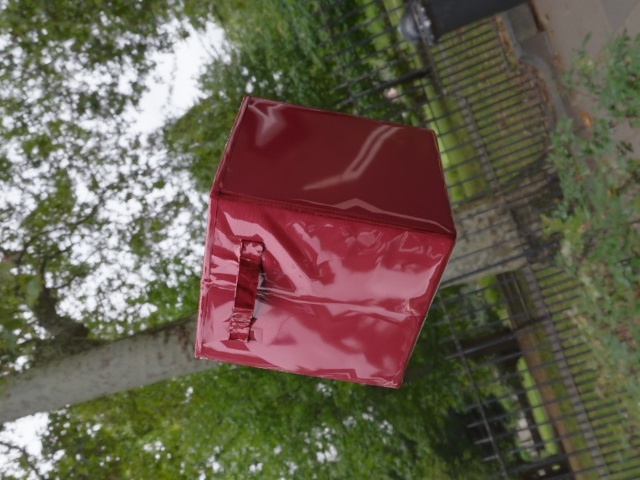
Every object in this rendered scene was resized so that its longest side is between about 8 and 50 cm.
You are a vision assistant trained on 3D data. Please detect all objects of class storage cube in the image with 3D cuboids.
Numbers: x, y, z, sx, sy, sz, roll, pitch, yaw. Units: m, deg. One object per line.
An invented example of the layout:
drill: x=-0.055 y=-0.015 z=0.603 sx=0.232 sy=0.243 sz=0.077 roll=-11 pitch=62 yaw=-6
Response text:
storage cube: x=0.000 y=0.000 z=0.609 sx=0.215 sy=0.193 sz=0.183 roll=-87 pitch=8 yaw=-54
